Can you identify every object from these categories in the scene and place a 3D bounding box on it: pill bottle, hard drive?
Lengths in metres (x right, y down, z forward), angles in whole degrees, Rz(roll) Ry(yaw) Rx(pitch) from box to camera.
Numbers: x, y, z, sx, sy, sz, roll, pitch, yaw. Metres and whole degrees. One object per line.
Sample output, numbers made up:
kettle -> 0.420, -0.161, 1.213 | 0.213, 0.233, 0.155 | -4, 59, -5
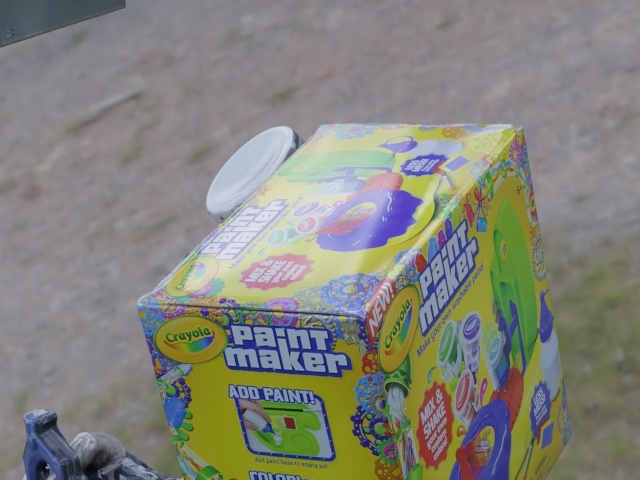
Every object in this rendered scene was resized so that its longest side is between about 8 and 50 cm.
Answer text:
pill bottle -> 0.000, 0.000, 1.967 | 0.130, 0.245, 0.130 | -36, 24, 20
hard drive -> -0.257, -0.248, 1.728 | 0.135, 0.094, 0.022 | -21, 45, -20

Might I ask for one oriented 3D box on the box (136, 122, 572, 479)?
box -> 0.038, 0.098, 1.305 | 0.177, 0.279, 0.290 | 2, 29, 28

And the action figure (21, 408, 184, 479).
action figure -> -0.154, 0.303, 1.645 | 0.330, 0.341, 0.178 | 18, 29, 28
